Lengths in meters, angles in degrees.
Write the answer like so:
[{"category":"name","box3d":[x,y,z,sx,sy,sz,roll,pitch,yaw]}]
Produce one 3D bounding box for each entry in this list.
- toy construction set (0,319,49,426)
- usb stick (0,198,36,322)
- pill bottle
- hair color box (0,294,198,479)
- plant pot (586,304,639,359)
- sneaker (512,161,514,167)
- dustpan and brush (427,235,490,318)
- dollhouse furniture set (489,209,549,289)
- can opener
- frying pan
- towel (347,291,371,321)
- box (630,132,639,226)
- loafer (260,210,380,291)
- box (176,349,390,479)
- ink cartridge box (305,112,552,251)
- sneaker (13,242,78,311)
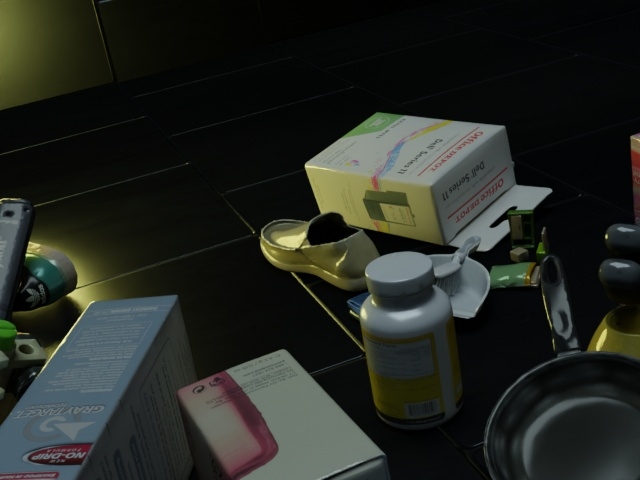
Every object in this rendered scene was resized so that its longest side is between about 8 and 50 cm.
[{"category":"toy construction set","box3d":[-0.392,0.191,1.013,0.215,0.327,0.151,2,48,-41]},{"category":"usb stick","box3d":[-0.493,0.057,1.494,0.077,0.045,0.278,-3,56,9]},{"category":"pill bottle","box3d":[0.100,0.110,1.096,0.103,0.184,0.103,-9,23,4]},{"category":"hair color box","box3d":[-0.221,0.223,0.973,0.114,0.185,0.374,-5,24,10]},{"category":"plant pot","box3d":[0.346,0.126,1.066,0.134,0.095,0.134,-9,23,4]},{"category":"sneaker","box3d":[0.242,-0.146,1.758,0.215,0.083,0.084,6,27,33]},{"category":"dustpan and brush","box3d":[0.183,0.041,1.371,0.147,0.060,0.211,10,17,26]},{"category":"dollhouse furniture set","box3d":[0.284,0.012,1.405,0.076,0.058,0.151,-2,25,21]},{"category":"can opener","box3d":[0.376,0.041,1.118,0.095,0.076,0.283,10,-6,21]},{"category":"frying pan","box3d":[0.238,0.159,1.006,0.197,0.053,0.326,-30,36,0]},{"category":"towel","box3d":[0.093,0.097,1.327,0.067,0.029,0.119,-22,25,-27]},{"category":"box","box3d":[0.574,-0.060,1.328,0.142,0.154,0.300,-19,26,-18]},{"category":"loafer","box3d":[0.000,0.000,1.513,0.102,0.092,0.268,-27,28,-34]},{"category":"box","box3d":[-0.033,0.228,0.928,0.127,0.148,0.232,-19,24,-18]},{"category":"ink cartridge box","box3d":[0.175,-0.105,1.617,0.353,0.119,0.207,13,41,43]},{"category":"sneaker","box3d":[-0.547,0.055,1.606,0.302,0.108,0.121,6,24,31]}]
